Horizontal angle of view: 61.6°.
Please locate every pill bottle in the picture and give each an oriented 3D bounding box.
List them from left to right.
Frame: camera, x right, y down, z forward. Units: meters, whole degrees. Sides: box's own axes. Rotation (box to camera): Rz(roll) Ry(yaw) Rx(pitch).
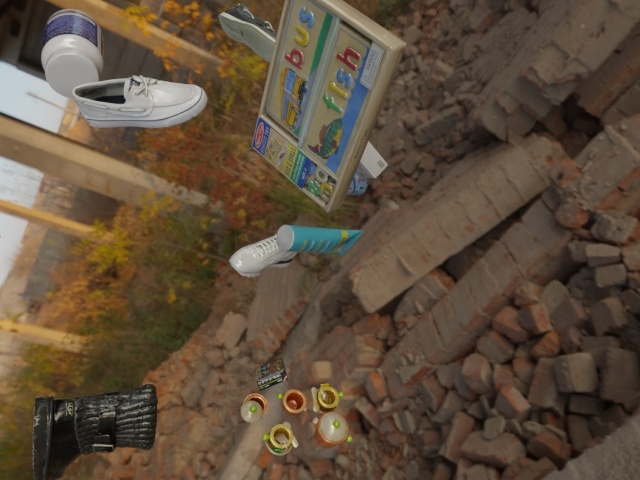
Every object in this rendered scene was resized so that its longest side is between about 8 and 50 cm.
[{"bbox_3d":[-0.662,-0.500,1.442,0.153,0.153,0.265,-55,39,29],"label":"pill bottle"}]

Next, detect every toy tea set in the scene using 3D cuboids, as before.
[{"bbox_3d":[-0.066,0.517,1.582,0.124,0.335,0.200,116,147,-49],"label":"toy tea set"}]

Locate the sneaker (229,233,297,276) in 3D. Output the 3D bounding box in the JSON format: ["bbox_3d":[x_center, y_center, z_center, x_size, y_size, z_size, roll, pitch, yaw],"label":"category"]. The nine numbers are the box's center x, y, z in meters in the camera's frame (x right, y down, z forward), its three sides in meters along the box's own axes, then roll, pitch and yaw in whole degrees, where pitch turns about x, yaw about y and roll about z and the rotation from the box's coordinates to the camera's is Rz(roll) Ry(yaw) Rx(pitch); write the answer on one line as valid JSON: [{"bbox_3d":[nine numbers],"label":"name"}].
[{"bbox_3d":[-0.141,0.027,1.416,0.090,0.235,0.095,52,125,14],"label":"sneaker"}]

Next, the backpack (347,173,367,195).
[{"bbox_3d":[0.070,-0.214,1.643,0.173,0.116,0.158,70,162,2],"label":"backpack"}]

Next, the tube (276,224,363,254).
[{"bbox_3d":[0.000,0.000,1.136,0.080,0.207,0.052,-45,58,33],"label":"tube"}]

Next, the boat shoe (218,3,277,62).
[{"bbox_3d":[-0.143,-0.494,1.270,0.079,0.084,0.233,-39,61,-19],"label":"boat shoe"}]

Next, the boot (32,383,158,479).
[{"bbox_3d":[-0.524,0.459,1.253,0.348,0.260,0.131,-58,41,44],"label":"boot"}]

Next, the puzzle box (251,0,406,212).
[{"bbox_3d":[-0.007,-0.290,1.123,0.272,0.052,0.409,42,137,22],"label":"puzzle box"}]

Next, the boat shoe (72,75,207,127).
[{"bbox_3d":[-0.354,-0.275,1.047,0.084,0.258,0.095,75,-171,-60],"label":"boat shoe"}]

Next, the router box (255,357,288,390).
[{"bbox_3d":[-0.152,0.410,1.652,0.122,0.092,0.038,-147,36,-81],"label":"router box"}]

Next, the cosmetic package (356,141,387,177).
[{"bbox_3d":[0.077,-0.278,1.501,0.060,0.239,0.099,-46,19,-8],"label":"cosmetic package"}]
